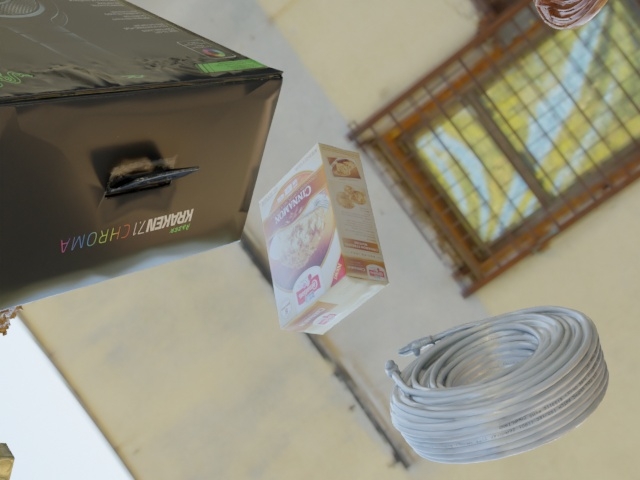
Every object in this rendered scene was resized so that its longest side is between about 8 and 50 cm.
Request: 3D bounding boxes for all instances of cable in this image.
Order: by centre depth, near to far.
[{"bbox_3d":[0.204,0.166,1.240,0.257,0.257,0.089,-77,-36,-73],"label":"cable"}]

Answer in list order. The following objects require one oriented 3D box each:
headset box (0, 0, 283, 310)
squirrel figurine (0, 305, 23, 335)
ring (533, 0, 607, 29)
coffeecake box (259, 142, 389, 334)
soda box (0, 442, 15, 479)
[{"bbox_3d":[-0.200,-0.082,0.674,0.283,0.131,0.246,29,-154,28],"label":"headset box"},{"bbox_3d":[-0.426,-0.074,1.041,0.397,0.281,0.370,15,-151,-11],"label":"squirrel figurine"},{"bbox_3d":[0.262,-0.382,1.079,0.032,0.336,0.336,5,-149,-8],"label":"ring"},{"bbox_3d":[0.000,0.000,1.310,0.068,0.142,0.185,10,-125,-34],"label":"coffeecake box"},{"bbox_3d":[-0.574,0.349,1.664,0.181,0.061,0.058,10,-170,-32],"label":"soda box"}]
